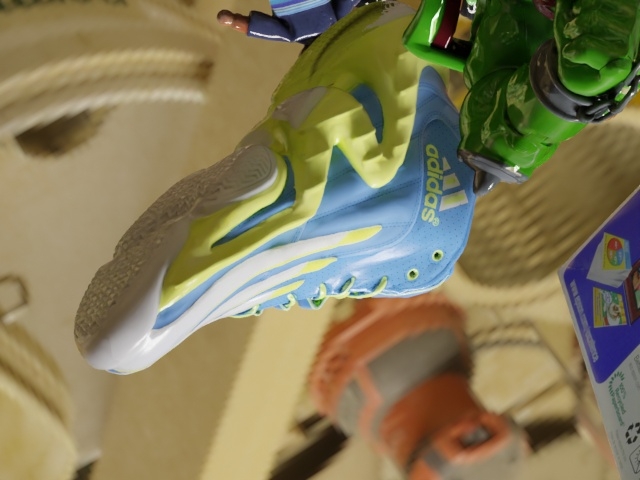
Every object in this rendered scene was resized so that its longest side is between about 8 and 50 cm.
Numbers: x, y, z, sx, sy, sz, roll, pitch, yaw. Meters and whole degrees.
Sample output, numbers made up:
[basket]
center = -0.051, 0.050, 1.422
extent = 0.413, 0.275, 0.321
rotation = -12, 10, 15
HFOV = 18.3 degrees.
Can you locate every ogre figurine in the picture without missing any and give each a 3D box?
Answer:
[ogre figurine]
center = 0.093, -0.101, 0.761
extent = 0.096, 0.197, 0.118
rotation = 9, 140, -24

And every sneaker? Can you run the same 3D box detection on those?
[sneaker]
center = 0.000, 0.000, 0.912
extent = 0.240, 0.126, 0.091
rotation = -47, -164, -25

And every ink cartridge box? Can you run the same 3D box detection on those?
[ink cartridge box]
center = 0.201, 0.011, 0.883
extent = 0.045, 0.206, 0.208
rotation = 28, 118, -22

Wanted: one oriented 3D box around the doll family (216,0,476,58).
[doll family]
center = 0.039, -0.150, 1.015
extent = 0.193, 0.076, 0.111
rotation = -15, 115, 4
